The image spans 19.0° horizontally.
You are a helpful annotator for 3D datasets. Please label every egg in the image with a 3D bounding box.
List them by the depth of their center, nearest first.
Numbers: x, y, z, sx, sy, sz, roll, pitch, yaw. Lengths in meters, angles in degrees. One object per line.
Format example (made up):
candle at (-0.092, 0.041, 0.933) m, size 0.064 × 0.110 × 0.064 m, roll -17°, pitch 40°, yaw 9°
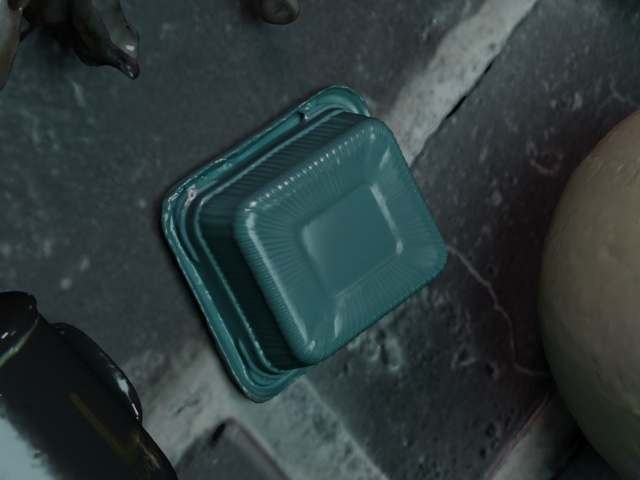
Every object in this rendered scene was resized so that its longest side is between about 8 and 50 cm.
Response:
egg at (0.252, 0.024, 1.320) m, size 0.337 × 0.201 × 0.337 m, roll -33°, pitch 135°, yaw -40°

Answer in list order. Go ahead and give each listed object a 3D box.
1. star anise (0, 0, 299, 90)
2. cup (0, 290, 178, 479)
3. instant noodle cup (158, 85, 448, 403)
star anise at (-0.184, -0.183, 1.070) m, size 0.316 × 0.139 × 0.359 m, roll -41°, pitch 130°, yaw -18°
cup at (-0.174, 0.118, 1.075) m, size 0.176 × 0.169 × 0.223 m, roll 56°, pitch 29°, yaw -15°
instant noodle cup at (0.000, 0.000, 1.229) m, size 0.179 × 0.070 × 0.157 m, roll -35°, pitch 109°, yaw -27°
